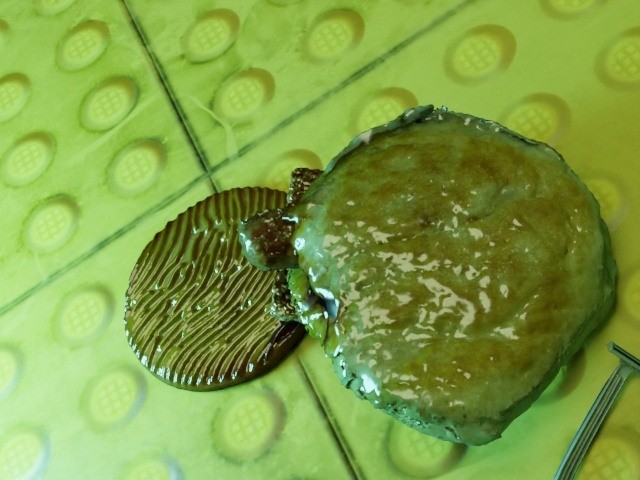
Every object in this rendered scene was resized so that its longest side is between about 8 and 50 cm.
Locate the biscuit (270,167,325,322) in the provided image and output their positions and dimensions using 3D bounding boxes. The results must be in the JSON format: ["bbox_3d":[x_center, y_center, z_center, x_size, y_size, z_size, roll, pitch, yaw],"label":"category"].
[{"bbox_3d":[0.011,0.005,1.881,0.131,0.026,0.237,5,57,4],"label":"biscuit"}]

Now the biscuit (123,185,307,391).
[{"bbox_3d":[-0.133,0.060,1.952,0.318,0.040,0.318,-15,53,20],"label":"biscuit"}]

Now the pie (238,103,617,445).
[{"bbox_3d":[0.154,0.038,1.717,0.395,0.180,0.418,-36,57,-16],"label":"pie"}]

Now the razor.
[{"bbox_3d":[0.309,0.212,1.612,0.068,0.037,0.191,32,80,-3],"label":"razor"}]
